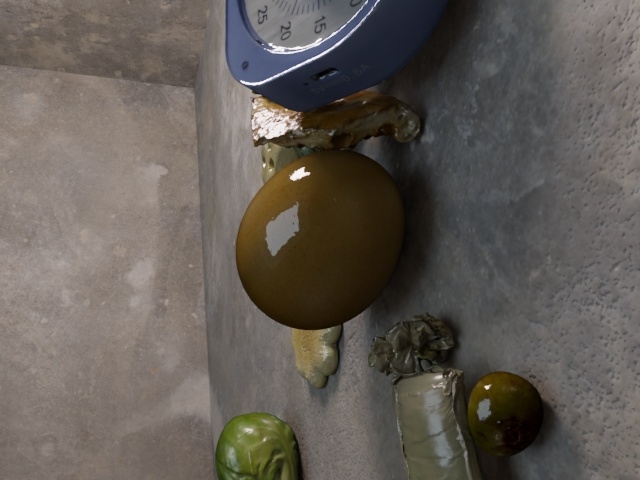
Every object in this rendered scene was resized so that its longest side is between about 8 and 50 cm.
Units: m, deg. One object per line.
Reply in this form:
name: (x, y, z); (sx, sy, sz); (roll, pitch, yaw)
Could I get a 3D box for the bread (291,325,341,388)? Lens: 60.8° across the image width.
bread: (-0.013, 0.215, 1.173); (0.251, 0.038, 0.182); (118, 147, -49)

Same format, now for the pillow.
pillow: (0.138, 0.248, 0.637); (0.119, 0.053, 0.208); (-32, 61, 52)

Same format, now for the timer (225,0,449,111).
timer: (0.023, -0.399, 0.759); (0.394, 0.173, 0.396); (-10, 74, 38)

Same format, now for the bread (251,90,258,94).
bread: (-0.074, -0.285, 0.989); (0.094, 0.090, 0.035); (-155, 59, -68)

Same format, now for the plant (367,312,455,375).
plant: (0.124, 0.163, 0.725); (0.116, 0.104, 0.122); (-41, 56, 50)

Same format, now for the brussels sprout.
brussels sprout: (-0.152, 0.531, 1.300); (0.244, 0.243, 0.244); (-178, 90, -70)

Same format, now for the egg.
egg: (0.000, 0.000, 0.852); (0.322, 0.249, 0.250); (122, 144, -46)

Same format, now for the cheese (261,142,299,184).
cheese: (-0.084, -0.228, 1.322); (0.263, 0.092, 0.159); (114, 151, -47)

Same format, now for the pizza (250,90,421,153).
pizza: (-0.002, -0.197, 0.905); (0.365, 0.182, 0.074); (10, 133, 35)

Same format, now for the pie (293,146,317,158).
pie: (-0.026, -0.180, 1.093); (0.187, 0.041, 0.187); (56, -174, -9)

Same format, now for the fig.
fig: (0.192, 0.176, 0.585); (0.084, 0.082, 0.098); (62, -172, -21)
